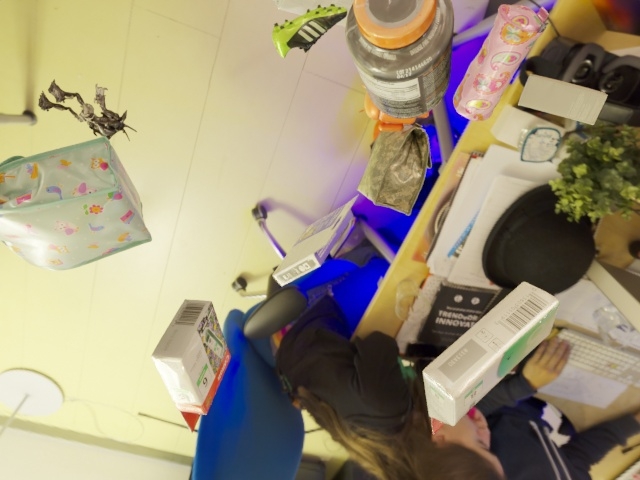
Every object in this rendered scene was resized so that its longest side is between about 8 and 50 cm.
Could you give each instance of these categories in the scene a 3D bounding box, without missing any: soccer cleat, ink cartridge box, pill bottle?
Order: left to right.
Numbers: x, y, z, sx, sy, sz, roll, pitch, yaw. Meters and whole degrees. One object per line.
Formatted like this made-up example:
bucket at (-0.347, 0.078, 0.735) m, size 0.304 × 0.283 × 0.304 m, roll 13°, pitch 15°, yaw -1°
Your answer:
ink cartridge box at (-0.105, 0.114, 0.388) m, size 0.029 × 0.062 × 0.115 m, roll 2°, pitch 128°, yaw 12°
soccer cleat at (-0.021, -0.455, 0.955) m, size 0.179 × 0.060 × 0.072 m, roll -27°, pitch 138°, yaw -12°
ink cartridge box at (0.000, 0.000, 1.059) m, size 0.045 × 0.206 × 0.208 m, roll 46°, pitch 135°, yaw -13°
pill bottle at (0.108, -0.255, 0.579) m, size 0.131 × 0.246 × 0.130 m, roll 0°, pitch 89°, yaw 14°
ink cartridge box at (0.223, 0.180, 0.588) m, size 0.181 × 0.056 × 0.224 m, roll -36°, pitch 137°, yaw -15°

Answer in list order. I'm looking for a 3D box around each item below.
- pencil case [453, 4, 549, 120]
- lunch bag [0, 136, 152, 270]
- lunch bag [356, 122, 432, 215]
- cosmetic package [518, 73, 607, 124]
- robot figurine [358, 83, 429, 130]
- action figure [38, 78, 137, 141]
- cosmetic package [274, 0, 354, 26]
pencil case at (0.439, -0.436, 1.097) m, size 0.124 × 0.124 × 0.284 m, roll 11°, pitch 145°, yaw -6°
lunch bag at (-0.499, -0.058, 0.858) m, size 0.263 × 0.160 × 0.223 m, roll -18°, pitch 153°, yaw -11°
lunch bag at (0.265, -0.262, 1.519) m, size 0.169 × 0.235 × 0.286 m, roll 16°, pitch 104°, yaw -15°
cosmetic package at (0.778, -0.461, 1.430) m, size 0.238 × 0.127 × 0.107 m, roll 21°, pitch 119°, yaw 19°
robot figurine at (0.236, -0.441, 1.400) m, size 0.220 × 0.128 × 0.158 m, roll 7°, pitch 154°, yaw 3°
action figure at (-0.742, -0.427, 1.436) m, size 0.164 × 0.140 × 0.276 m, roll -31°, pitch 149°, yaw 30°
cosmetic package at (0.066, -0.825, 1.357) m, size 0.378 × 0.097 × 0.284 m, roll -10°, pitch 157°, yaw -41°
